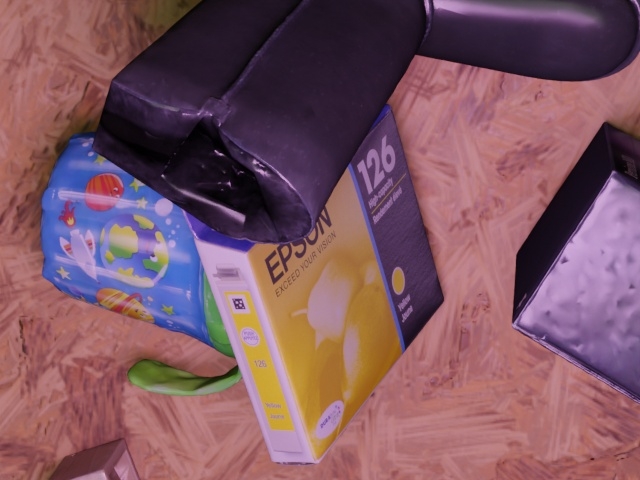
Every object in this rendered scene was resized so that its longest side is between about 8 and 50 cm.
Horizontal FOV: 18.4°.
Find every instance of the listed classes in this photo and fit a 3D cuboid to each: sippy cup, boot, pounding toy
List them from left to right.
[{"bbox_3d":[-0.238,0.303,2.066,0.100,0.130,0.141,-18,99,9],"label":"pounding toy"},{"bbox_3d":[-0.149,-0.012,1.957,0.224,0.240,0.305,9,76,15],"label":"sippy cup"},{"bbox_3d":[0.059,-0.148,1.757,0.367,0.445,0.146,18,126,17],"label":"boot"}]

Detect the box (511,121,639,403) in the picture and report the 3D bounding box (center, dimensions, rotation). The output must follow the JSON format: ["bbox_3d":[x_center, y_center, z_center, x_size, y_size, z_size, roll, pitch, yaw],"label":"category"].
[{"bbox_3d":[0.349,0.050,1.867,0.294,0.296,0.183,30,104,-1],"label":"box"}]

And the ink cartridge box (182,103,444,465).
[{"bbox_3d":[0.000,0.000,1.863,0.072,0.303,0.307,0,119,31],"label":"ink cartridge box"}]
